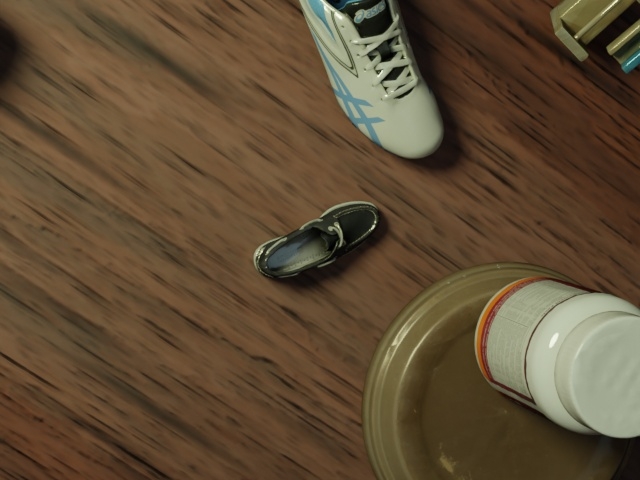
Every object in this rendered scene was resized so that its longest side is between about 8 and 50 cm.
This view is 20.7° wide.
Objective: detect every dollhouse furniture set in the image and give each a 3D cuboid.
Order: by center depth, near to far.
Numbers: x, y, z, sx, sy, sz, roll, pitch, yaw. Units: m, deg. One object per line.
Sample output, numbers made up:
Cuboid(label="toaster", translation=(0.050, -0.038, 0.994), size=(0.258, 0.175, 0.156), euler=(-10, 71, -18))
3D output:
Cuboid(label="dollhouse furniture set", translation=(0.323, -0.223, 1.613), size=(0.183, 0.129, 0.129), euler=(-41, 105, 18))

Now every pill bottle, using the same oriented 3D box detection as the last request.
Cuboid(label="pill bottle", translation=(0.222, 0.101, 1.511), size=(0.121, 0.221, 0.121), euler=(-1, 95, -14))

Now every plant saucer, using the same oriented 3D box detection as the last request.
Cuboid(label="plant saucer", translation=(0.176, 0.159, 1.640), size=(0.278, 0.041, 0.278), euler=(-1, 95, -13))

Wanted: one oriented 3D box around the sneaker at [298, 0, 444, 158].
Cuboid(label="sneaker", translation=(0.042, -0.175, 1.553), size=(0.085, 0.086, 0.237), euler=(-31, 103, -11))

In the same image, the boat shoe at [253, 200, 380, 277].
Cuboid(label="boat shoe", translation=(0.000, 0.000, 1.582), size=(0.125, 0.038, 0.046), euler=(-20, 100, -11))
